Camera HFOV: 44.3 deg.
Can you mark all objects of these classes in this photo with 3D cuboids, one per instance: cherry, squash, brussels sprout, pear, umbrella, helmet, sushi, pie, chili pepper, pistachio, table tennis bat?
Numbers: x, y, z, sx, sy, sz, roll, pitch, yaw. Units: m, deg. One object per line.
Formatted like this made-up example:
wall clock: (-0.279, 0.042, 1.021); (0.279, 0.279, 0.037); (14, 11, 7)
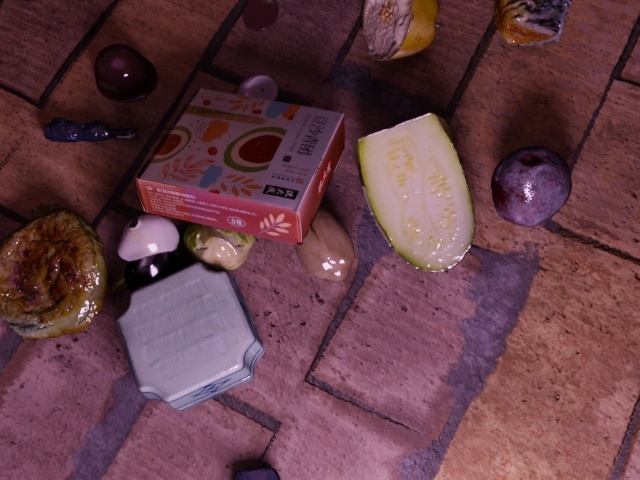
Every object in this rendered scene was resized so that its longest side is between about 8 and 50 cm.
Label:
cherry: (0.484, -0.130, 1.802); (0.195, 0.195, 0.195); (-2, 68, 5)
squash: (0.227, -0.090, 1.804); (0.234, 0.210, 0.308); (-17, 62, 12)
brussels sprout: (-0.240, -0.006, 1.851); (0.162, 0.180, 0.143); (26, 114, -4)
pear: (0.226, -0.590, 2.028); (0.178, 0.267, 0.266); (-4, 64, -30)
umbrella: (-0.600, -0.285, 2.047); (0.249, 0.071, 0.070); (5, 69, 9)
helmet: (-0.527, -0.455, 2.088); (0.175, 0.106, 0.155); (34, 76, 13)
sushi: (0.540, -0.595, 2.004); (0.184, 0.139, 0.274); (-1, 65, 5)
pie: (-0.654, 0.070, 1.892); (0.288, 0.103, 0.354); (-36, 68, 0)
chili pepper: (-0.439, 0.065, 1.903); (0.208, 0.049, 0.043); (-51, 31, -12)
pistachio: (0.000, 0.000, 1.831); (0.136, 0.135, 0.226); (-27, 58, -5)
table tennis bat: (-0.155, -0.644, 2.169); (0.095, 0.014, 0.158); (19, 74, 15)

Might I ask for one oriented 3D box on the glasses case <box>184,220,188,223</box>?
glasses case: (-0.281, -0.142, 1.963); (0.075, 0.049, 0.218); (36, 76, 21)

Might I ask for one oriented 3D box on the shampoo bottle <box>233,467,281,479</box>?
shampoo bottle: (-0.107, 0.653, 1.614); (0.134, 0.078, 0.359); (-6, 68, 0)

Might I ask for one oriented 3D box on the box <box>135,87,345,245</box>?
box: (-0.175, -0.183, 1.832); (0.386, 0.122, 0.344); (12, 50, 13)

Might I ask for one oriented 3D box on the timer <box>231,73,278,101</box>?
timer: (-0.180, -0.362, 2.011); (0.136, 0.136, 0.099); (-24, 98, -3)

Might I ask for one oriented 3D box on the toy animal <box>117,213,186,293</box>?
toy animal: (-0.386, 0.026, 1.834); (0.138, 0.166, 0.179); (-10, 96, 42)

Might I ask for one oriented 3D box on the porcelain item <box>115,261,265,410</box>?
porcelain item: (-0.287, 0.217, 1.764); (0.286, 0.157, 0.281); (-26, 66, -3)
